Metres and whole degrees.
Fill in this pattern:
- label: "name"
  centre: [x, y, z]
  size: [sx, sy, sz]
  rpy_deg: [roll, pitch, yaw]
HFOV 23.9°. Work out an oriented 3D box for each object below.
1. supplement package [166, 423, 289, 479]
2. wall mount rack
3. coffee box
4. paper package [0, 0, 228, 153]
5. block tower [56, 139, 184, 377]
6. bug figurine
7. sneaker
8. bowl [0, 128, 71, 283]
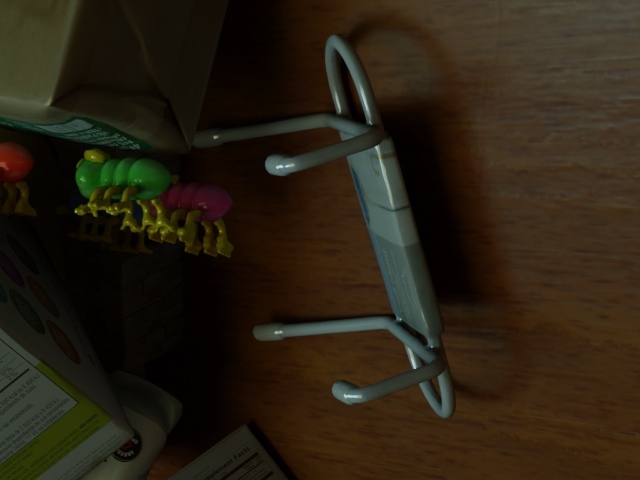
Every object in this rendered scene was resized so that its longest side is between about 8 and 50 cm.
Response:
- label: "supplement package"
  centre: [-0.102, 0.375, 1.560]
  size: [0.262, 0.198, 0.199]
  rpy_deg: [51, 137, 7]
- label: "wall mount rack"
  centre: [0.000, 0.000, 1.332]
  size: [0.304, 0.130, 0.350]
  rpy_deg: [-149, 42, -73]
- label: "coffee box"
  centre: [-0.439, 0.100, 1.393]
  size: [0.334, 0.338, 0.337]
  rpy_deg: [50, -177, -47]
- label: "paper package"
  centre: [-0.240, -0.248, 1.306]
  size: [0.325, 0.168, 0.309]
  rpy_deg: [12, 88, 39]
- label: "block tower"
  centre: [-0.200, -0.023, 1.529]
  size: [0.091, 0.097, 0.335]
  rpy_deg: [24, 125, 33]
- label: "bug figurine"
  centre: [-0.196, -0.042, 1.326]
  size: [0.216, 0.279, 0.072]
  rpy_deg: [5, 82, 24]
- label: "sneaker"
  centre: [-0.241, 0.232, 1.598]
  size: [0.122, 0.146, 0.330]
  rpy_deg: [26, 162, -5]
- label: "bowl"
  centre: [-0.428, -0.031, 1.695]
  size: [0.289, 0.156, 0.289]
  rpy_deg: [22, 126, 34]
